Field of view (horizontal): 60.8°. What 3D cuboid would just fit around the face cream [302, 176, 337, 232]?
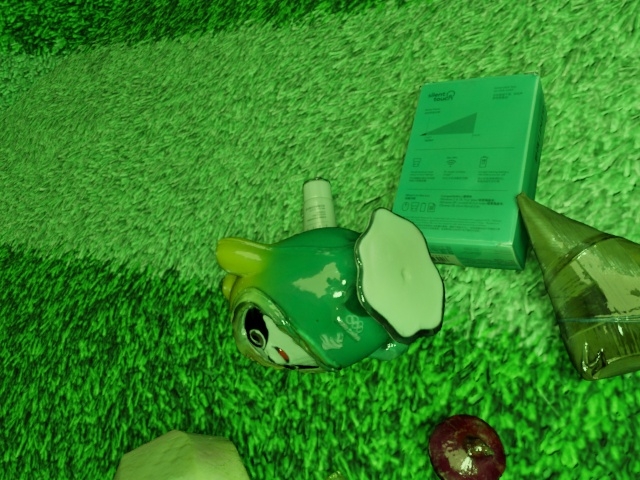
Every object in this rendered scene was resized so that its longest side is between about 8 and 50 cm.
[{"bbox_3d":[0.000,0.000,1.038,0.092,0.058,0.243,-13,67,19],"label":"face cream"}]

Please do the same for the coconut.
[{"bbox_3d":[-0.227,0.431,0.844,0.259,0.259,0.259,-13,60,24],"label":"coconut"}]

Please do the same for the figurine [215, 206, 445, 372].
[{"bbox_3d":[0.001,0.088,0.857,0.340,0.323,0.231,-18,34,41],"label":"figurine"}]

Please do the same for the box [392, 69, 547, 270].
[{"bbox_3d":[0.250,-0.113,0.908,0.205,0.118,0.311,4,69,29],"label":"box"}]

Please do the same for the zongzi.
[{"bbox_3d":[0.417,0.023,0.711,0.251,0.125,0.274,-20,73,19],"label":"zongzi"}]

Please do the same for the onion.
[{"bbox_3d":[0.202,0.291,0.746,0.107,0.097,0.107,8,53,-11],"label":"onion"}]

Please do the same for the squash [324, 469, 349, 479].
[{"bbox_3d":[0.066,0.419,0.781,0.066,0.066,0.201,-44,50,4],"label":"squash"}]
